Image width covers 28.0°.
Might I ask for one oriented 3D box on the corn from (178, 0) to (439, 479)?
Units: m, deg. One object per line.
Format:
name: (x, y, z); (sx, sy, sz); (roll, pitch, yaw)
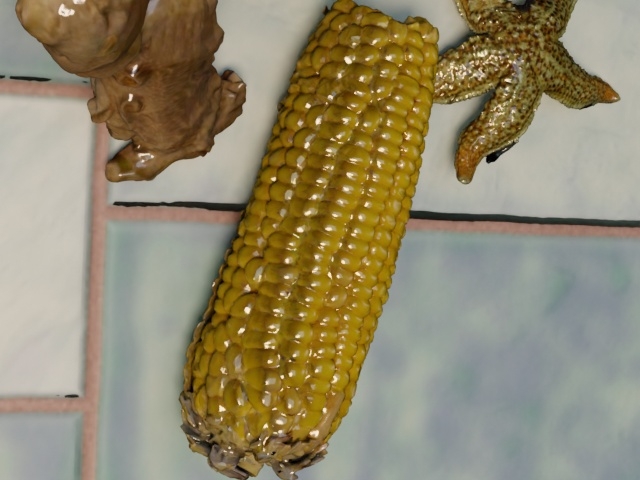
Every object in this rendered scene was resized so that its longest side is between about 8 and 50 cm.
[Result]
corn: (0.000, 0.000, 0.813); (0.115, 0.115, 0.318); (20, 85, -23)

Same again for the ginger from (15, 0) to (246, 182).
ginger: (-0.101, -0.125, 0.697); (0.122, 0.290, 0.084); (-36, 65, -9)

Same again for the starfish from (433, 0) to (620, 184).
starfish: (0.127, -0.145, 0.897); (0.208, 0.053, 0.176); (-33, 95, -24)
